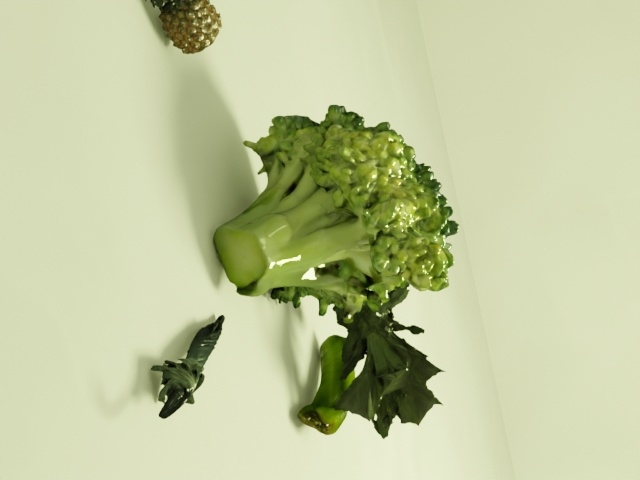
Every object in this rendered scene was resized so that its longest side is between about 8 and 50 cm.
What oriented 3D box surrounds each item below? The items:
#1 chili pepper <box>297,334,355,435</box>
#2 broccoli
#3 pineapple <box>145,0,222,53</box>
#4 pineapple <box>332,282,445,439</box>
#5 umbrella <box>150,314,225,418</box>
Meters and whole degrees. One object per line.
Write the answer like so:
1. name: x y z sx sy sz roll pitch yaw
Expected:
1. chili pepper: 0.012 0.171 1.440 0.202 0.051 0.050 -70 164 -66
2. broccoli: 0.000 0.000 1.283 0.263 0.247 0.243 43 38 22
3. pineapple: -0.142 -0.223 1.163 0.124 0.058 0.058 42 36 -45
4. pineapple: 0.047 0.081 1.445 0.119 0.130 0.277 76 -4 -51
5. umbrella: -0.110 0.101 1.047 0.044 0.044 0.269 50 8 -6
